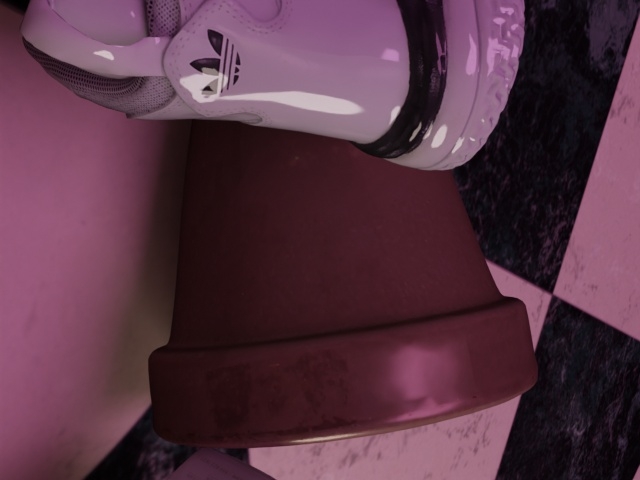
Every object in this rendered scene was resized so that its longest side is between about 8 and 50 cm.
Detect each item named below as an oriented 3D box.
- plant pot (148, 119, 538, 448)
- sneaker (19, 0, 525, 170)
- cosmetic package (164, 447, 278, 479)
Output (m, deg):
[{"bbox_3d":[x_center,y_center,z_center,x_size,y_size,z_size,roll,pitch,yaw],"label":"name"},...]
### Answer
[{"bbox_3d":[0.000,0.000,0.556,0.263,0.263,0.229,-8,88,-44],"label":"plant pot"},{"bbox_3d":[-0.046,-0.177,0.440,0.210,0.365,0.137,3,130,-17],"label":"sneaker"},{"bbox_3d":[-0.100,0.231,0.419,0.231,0.086,0.117,-41,125,-34],"label":"cosmetic package"}]
